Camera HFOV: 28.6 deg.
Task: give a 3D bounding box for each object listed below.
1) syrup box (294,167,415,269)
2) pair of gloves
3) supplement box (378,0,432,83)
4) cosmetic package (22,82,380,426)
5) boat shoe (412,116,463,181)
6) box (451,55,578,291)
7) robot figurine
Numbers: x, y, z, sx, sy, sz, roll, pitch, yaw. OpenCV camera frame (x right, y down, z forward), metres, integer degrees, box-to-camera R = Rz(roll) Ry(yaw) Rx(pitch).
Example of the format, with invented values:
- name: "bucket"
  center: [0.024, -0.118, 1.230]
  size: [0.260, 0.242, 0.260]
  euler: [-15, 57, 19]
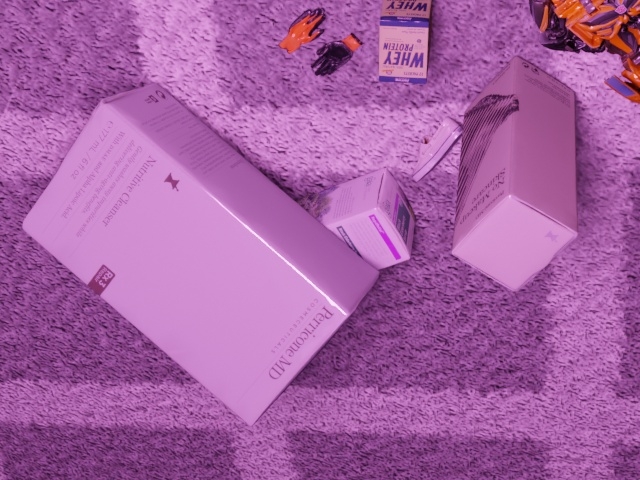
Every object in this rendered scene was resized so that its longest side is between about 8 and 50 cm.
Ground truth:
- name: "syrup box"
  center: [0.000, 0.000, 1.646]
  size: [0.236, 0.093, 0.096]
  euler: [-19, 122, 23]
- name: "pair of gloves"
  center: [0.000, -0.238, 1.507]
  size: [0.083, 0.010, 0.074]
  euler: [36, 125, -22]
- name: "supplement box"
  center: [0.098, -0.237, 1.443]
  size: [0.056, 0.083, 0.083]
  euler: [3, 129, 6]
- name: "cosmetic package"
  center: [-0.145, 0.014, 1.548]
  size: [0.385, 0.156, 0.217]
  euler: [40, 114, 4]
- name: "boat shoe"
  center: [0.140, -0.116, 1.572]
  size: [0.035, 0.035, 0.100]
  euler: [45, 131, 8]
- name: "box"
  center: [0.222, -0.082, 1.424]
  size: [0.094, 0.275, 0.113]
  euler: [30, 128, -14]
- name: "robot figurine"
  center: [0.366, -0.238, 1.355]
  size: [0.291, 0.085, 0.211]
  euler: [24, 132, -37]
